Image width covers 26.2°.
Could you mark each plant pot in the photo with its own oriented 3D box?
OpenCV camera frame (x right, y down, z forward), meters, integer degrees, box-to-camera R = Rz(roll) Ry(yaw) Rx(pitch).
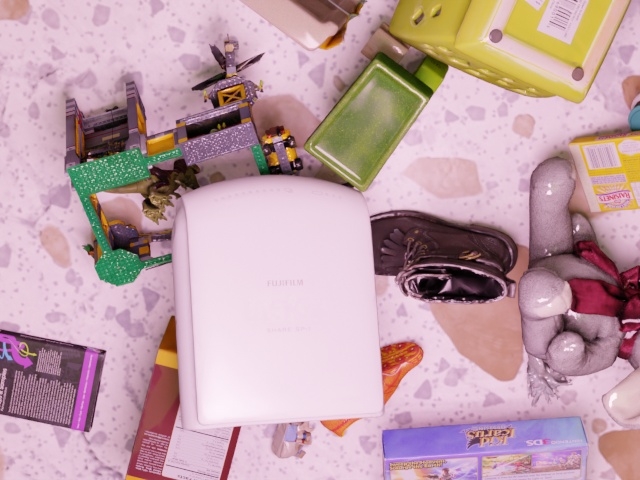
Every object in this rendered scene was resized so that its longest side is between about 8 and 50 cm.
[{"bbox_3d":[0.254,-0.302,1.701,0.227,0.207,0.228,21,98,-24],"label":"plant pot"}]

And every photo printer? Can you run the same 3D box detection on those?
[{"bbox_3d":[-0.053,0.072,1.695,0.256,0.107,0.308,-1,82,-16],"label":"photo printer"}]

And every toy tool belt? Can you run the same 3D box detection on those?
[{"bbox_3d":[-0.033,0.266,1.918,0.051,0.052,0.083,8,105,-33],"label":"toy tool belt"}]

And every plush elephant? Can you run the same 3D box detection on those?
[{"bbox_3d":[0.394,0.095,1.779,0.255,0.272,0.330,2,128,12],"label":"plush elephant"}]

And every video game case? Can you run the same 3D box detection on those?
[{"bbox_3d":[0.221,0.351,1.870,0.269,0.061,0.244,-4,128,1],"label":"video game case"}]

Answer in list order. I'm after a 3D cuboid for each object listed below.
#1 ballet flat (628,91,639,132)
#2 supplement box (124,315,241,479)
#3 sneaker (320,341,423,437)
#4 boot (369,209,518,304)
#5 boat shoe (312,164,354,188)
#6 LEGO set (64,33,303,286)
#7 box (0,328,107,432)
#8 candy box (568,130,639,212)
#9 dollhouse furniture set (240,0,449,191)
[{"bbox_3d":[0.556,-0.050,1.821,0.139,0.139,0.400,-32,97,6],"label":"ballet flat"},{"bbox_3d":[-0.168,0.227,1.835,0.129,0.191,0.194,15,99,-3],"label":"supplement box"},{"bbox_3d":[0.074,0.203,1.904,0.175,0.064,0.067,-37,117,11],"label":"sneaker"},{"bbox_3d":[0.132,0.027,1.767,0.263,0.229,0.091,2,102,15],"label":"boot"},{"bbox_3d":[0.024,-0.084,1.858,0.133,0.042,0.049,-43,72,6],"label":"boat shoe"},{"bbox_3d":[-0.190,-0.106,1.816,0.331,0.192,0.255,-22,128,7],"label":"LEGO set"},{"bbox_3d":[-0.388,0.194,1.914,0.162,0.029,0.116,12,99,-3],"label":"box"},{"bbox_3d":[0.425,-0.092,1.785,0.206,0.027,0.105,-3,118,46],"label":"candy box"},{"bbox_3d":[-0.006,-0.234,1.767,0.301,0.197,0.151,37,114,-3],"label":"dollhouse furniture set"}]
